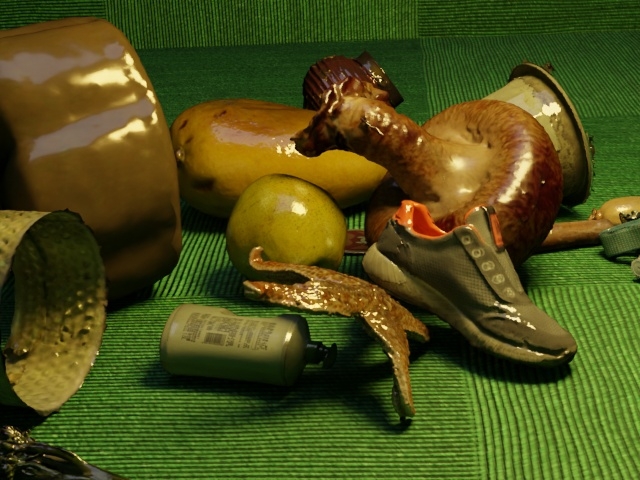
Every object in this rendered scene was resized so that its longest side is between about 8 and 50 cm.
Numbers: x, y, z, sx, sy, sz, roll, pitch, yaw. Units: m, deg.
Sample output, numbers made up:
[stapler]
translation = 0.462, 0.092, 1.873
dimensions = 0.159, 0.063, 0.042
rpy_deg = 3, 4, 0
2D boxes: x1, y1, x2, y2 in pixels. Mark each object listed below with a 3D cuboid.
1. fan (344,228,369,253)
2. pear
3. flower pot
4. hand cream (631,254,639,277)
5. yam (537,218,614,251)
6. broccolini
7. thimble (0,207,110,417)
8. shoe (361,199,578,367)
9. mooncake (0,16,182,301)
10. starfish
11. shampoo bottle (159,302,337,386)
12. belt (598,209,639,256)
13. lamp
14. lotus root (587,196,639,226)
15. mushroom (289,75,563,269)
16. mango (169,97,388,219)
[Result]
[fan]
translation = 0.000, 0.000, 2.040
dimensions = 0.220, 0.009, 0.132
rpy_deg = 1, 19, 6
[pear]
translation = -0.053, -0.008, 1.839
dimensions = 0.198, 0.198, 0.198
rpy_deg = -2, 21, 1
[flower pot]
translation = 0.318, -0.148, 2.082
dimensions = 0.259, 0.290, 0.290
rpy_deg = -24, 26, -12
[hand cream]
translation = 0.559, 0.024, 1.856
dimensions = 0.171, 0.043, 0.065
rpy_deg = -18, 19, -38
[yam]
translation = 0.369, -0.004, 1.951
dimensions = 0.264, 0.046, 0.046
rpy_deg = -6, 21, -10
[broccolini]
translation = -0.300, 0.254, 1.340
dimensions = 0.203, 0.068, 0.091
rpy_deg = 3, 3, 13
[thimble]
translation = -0.405, 0.089, 1.515
dimensions = 0.150, 0.271, 0.271
rpy_deg = 3, 22, 18
[shoe]
translation = 0.224, 0.038, 1.599
dimensions = 0.336, 0.171, 0.132
rpy_deg = 30, 20, 27
[mooncake]
translation = -0.410, -0.122, 1.826
dimensions = 0.262, 0.467, 0.467
rpy_deg = -21, 27, -24
[starfish]
translation = 0.044, 0.100, 1.524
dimensions = 0.375, 0.094, 0.327
rpy_deg = 21, 20, -35
[shampoo bottle]
translation = -0.090, 0.143, 1.568
dimensions = 0.234, 0.087, 0.118
rpy_deg = 4, 29, 17
[belt]
translation = 0.541, -0.020, 1.872
dimensions = 0.100, 0.065, 0.179
rpy_deg = -25, 5, -40
[lamp]
translation = 0.055, -0.288, 2.502
dimensions = 0.247, 0.247, 0.247
rpy_deg = -2, 21, 1
[lotus root]
translation = 0.534, -0.046, 2.014
dimensions = 0.150, 0.062, 0.073
rpy_deg = -3, 21, -4
[mushroom]
translation = 0.198, -0.114, 1.803
dimensions = 0.331, 0.356, 0.334
rpy_deg = -37, 29, -30
[mango]
translation = -0.073, -0.147, 2.168
dimensions = 0.445, 0.220, 0.301
rpy_deg = 3, 14, -10
